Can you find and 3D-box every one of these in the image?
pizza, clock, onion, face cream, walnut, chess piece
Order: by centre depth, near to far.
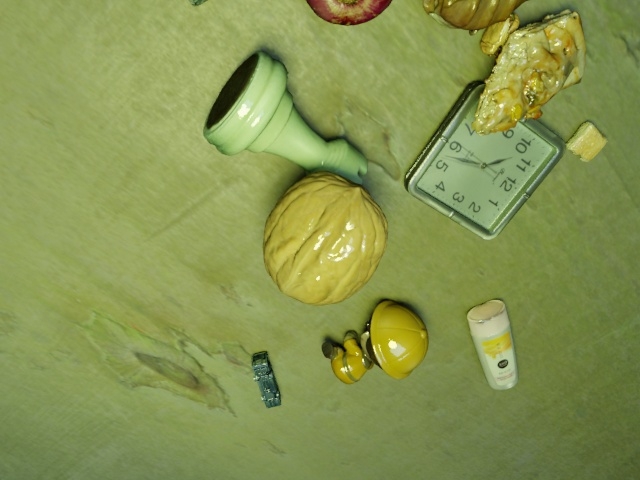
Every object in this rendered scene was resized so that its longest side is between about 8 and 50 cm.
[{"bbox_3d":[0.048,-0.451,0.760,0.177,0.153,0.177,19,140,17],"label":"onion"},{"bbox_3d":[0.007,-0.001,0.835,0.225,0.225,0.261,23,127,-18],"label":"walnut"},{"bbox_3d":[0.401,-0.311,0.869,0.297,0.071,0.189,-32,130,-13],"label":"pizza"},{"bbox_3d":[-0.051,-0.192,0.872,0.299,0.195,0.194,32,109,-30],"label":"chess piece"},{"bbox_3d":[0.358,-0.167,1.003,0.278,0.049,0.273,28,109,-20],"label":"clock"},{"bbox_3d":[0.473,0.288,1.238,0.107,0.073,0.269,-25,116,-4],"label":"face cream"}]

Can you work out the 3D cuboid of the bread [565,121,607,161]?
[{"bbox_3d":[0.599,-0.220,1.020,0.083,0.035,0.070,23,112,-25],"label":"bread"}]

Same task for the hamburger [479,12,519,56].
[{"bbox_3d":[0.343,-0.396,0.872,0.044,0.076,0.083,10,128,-14],"label":"hamburger"}]

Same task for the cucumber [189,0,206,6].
[{"bbox_3d":[-0.195,-0.457,0.778,0.112,0.064,0.064,-41,115,15],"label":"cucumber"}]

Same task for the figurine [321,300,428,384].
[{"bbox_3d":[0.147,0.270,1.133,0.256,0.167,0.192,-37,129,13],"label":"figurine"}]

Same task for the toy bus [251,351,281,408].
[{"bbox_3d":[-0.142,0.368,1.196,0.047,0.065,0.166,-12,119,-1],"label":"toy bus"}]

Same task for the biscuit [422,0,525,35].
[{"bbox_3d":[0.314,-0.524,0.724,0.268,0.115,0.366,-15,139,-32],"label":"biscuit"}]
